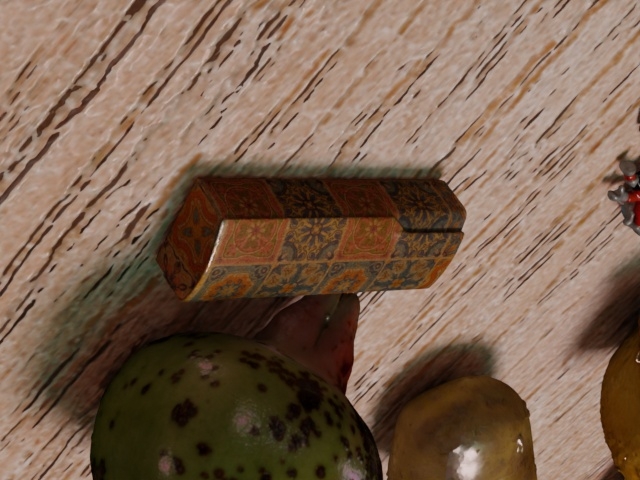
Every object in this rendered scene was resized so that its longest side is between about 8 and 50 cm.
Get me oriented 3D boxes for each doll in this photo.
[{"bbox_3d":[0.266,-0.030,1.231,0.057,0.039,0.114,-52,144,-23],"label":"doll"}]

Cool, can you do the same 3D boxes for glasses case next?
[{"bbox_3d":[0.000,0.000,1.029,0.218,0.049,0.075,-1,135,-40],"label":"glasses case"}]

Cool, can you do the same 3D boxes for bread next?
[{"bbox_3d":[0.351,0.110,1.390,0.261,0.147,0.160,-25,156,-38],"label":"bread"}]

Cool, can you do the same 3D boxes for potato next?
[{"bbox_3d":[0.125,0.191,1.319,0.137,0.137,0.176,-20,123,-20],"label":"potato"}]

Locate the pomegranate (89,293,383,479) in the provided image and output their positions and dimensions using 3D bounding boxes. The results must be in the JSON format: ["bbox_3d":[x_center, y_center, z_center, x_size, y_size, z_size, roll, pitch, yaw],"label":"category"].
[{"bbox_3d":[-0.042,0.130,1.057,0.248,0.214,0.214,-61,153,-21],"label":"pomegranate"}]

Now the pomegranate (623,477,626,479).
[{"bbox_3d":[0.414,0.311,1.663,0.191,0.191,0.191,-23,145,-17],"label":"pomegranate"}]
